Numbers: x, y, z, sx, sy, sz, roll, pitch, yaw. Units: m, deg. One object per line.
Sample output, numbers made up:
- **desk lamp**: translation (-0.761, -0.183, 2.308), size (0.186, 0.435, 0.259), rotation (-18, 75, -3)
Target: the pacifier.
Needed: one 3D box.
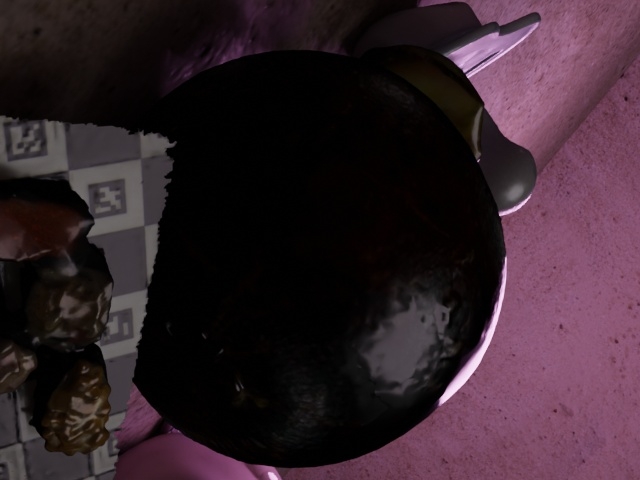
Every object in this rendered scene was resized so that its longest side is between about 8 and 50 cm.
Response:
- **pacifier**: translation (0.127, -0.120, 0.948), size (0.238, 0.226, 0.287), rotation (-35, 174, 31)

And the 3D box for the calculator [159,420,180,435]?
- **calculator**: translation (-0.195, 0.266, 1.409), size (0.103, 0.024, 0.166), rotation (-46, 164, -12)

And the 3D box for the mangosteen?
- **mangosteen**: translation (-0.008, 0.007, 0.698), size (0.330, 0.330, 0.330), rotation (-45, 166, -14)

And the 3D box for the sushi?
- **sushi**: translation (-0.175, 0.070, 0.523), size (0.192, 0.043, 0.279), rotation (3, 111, -36)

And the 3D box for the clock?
- **clock**: translation (-0.212, 0.404, 1.239), size (0.368, 0.250, 0.376), rotation (-40, 169, -14)
